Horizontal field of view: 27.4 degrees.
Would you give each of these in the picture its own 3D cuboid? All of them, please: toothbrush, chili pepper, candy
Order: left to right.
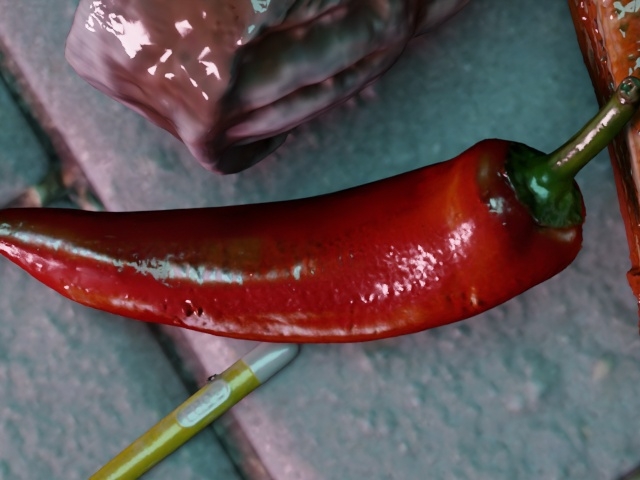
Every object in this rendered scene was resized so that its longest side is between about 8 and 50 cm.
[{"bbox_3d":[-0.129,0.142,0.736,0.288,0.024,0.021,-38,74,-2],"label":"toothbrush"},{"bbox_3d":[-0.002,0.004,0.687,0.369,0.137,0.091,-13,58,20],"label":"chili pepper"},{"bbox_3d":[0.005,-0.162,0.686,0.157,0.214,0.289,42,82,12],"label":"candy"}]

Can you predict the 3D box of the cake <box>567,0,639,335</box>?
[{"bbox_3d":[0.164,-0.088,0.681,0.160,0.158,0.262,23,83,15],"label":"cake"}]
